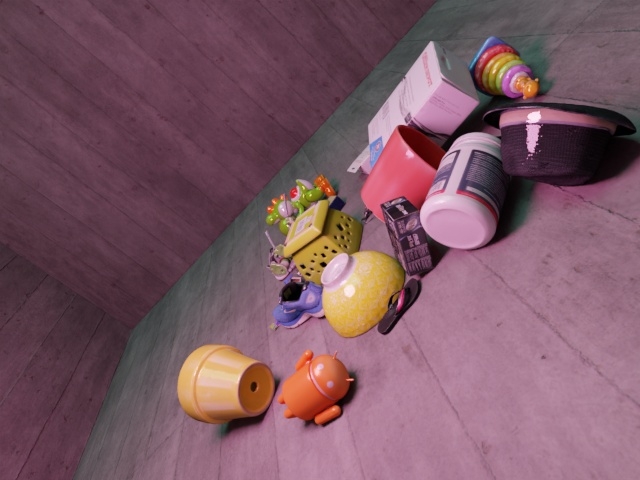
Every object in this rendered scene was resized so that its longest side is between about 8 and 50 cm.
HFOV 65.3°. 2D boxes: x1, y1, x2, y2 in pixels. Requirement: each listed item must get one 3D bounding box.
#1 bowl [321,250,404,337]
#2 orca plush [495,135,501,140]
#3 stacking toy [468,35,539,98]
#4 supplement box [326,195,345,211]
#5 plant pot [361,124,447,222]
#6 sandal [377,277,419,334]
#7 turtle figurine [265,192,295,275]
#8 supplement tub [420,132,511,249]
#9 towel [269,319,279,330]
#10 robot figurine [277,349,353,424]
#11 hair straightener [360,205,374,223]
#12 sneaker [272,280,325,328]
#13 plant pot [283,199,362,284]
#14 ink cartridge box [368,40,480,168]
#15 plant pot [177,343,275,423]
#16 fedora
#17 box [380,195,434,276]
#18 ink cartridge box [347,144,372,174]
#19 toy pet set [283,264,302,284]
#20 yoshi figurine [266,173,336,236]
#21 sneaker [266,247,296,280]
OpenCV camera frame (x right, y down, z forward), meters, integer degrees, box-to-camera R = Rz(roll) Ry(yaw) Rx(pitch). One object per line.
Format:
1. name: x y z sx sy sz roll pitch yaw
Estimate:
1. bowl: 0.095 0.130 1.506 0.289 0.156 0.290 -41 22 21
2. orca plush: 0.505 -0.292 1.483 0.151 0.102 0.287 -48 20 4
3. stacking toy: 0.625 -0.531 1.628 0.175 0.165 0.302 -59 27 23
4. supplement box: 0.054 -0.151 2.234 0.083 0.056 0.083 -54 21 -12
5. plant pot: 0.274 -0.186 1.577 0.243 0.274 0.275 -50 17 30
6. sandal: 0.208 0.174 1.357 0.179 0.040 0.067 -53 20 -9
7. turtle figurine: -0.156 0.005 2.038 0.197 0.275 0.266 -35 14 27
8. supplement tub: 0.388 -0.131 1.310 0.191 0.191 0.272 -21 34 52
9. towel: -0.163 0.308 1.932 0.083 0.009 0.060 -54 21 -14
10. robot figurine: -0.014 0.384 1.314 0.219 0.128 0.158 -41 21 21
11. hair straightener: 0.202 -0.172 1.896 0.231 0.047 0.089 -69 19 1
12. sneaker: -0.086 0.206 1.747 0.330 0.147 0.130 -34 24 51
13. plant pot: 0.000 0.000 1.861 0.227 0.207 0.228 -34 26 34
14. ink cartridge box: 0.341 -0.437 1.733 0.395 0.166 0.286 -51 25 39
15. plant pot: -0.284 0.463 1.601 0.238 0.254 0.254 -8 43 39
16. fedora: 0.526 -0.212 1.152 0.334 0.333 0.153 -158 77 -69
17. box: 0.242 -0.015 1.403 0.077 0.180 0.147 -20 22 0
18. ink cartridge box: 0.220 -0.365 2.257 0.198 0.067 0.115 -48 20 -2
19. toy pet set: -0.106 0.151 1.946 0.114 0.065 0.122 143 129 -77
20. yoshi figurine: -0.087 -0.150 2.439 0.362 0.203 0.203 -34 62 3
21. sneaker: -0.148 0.058 2.168 0.229 0.132 0.086 -48 20 5
